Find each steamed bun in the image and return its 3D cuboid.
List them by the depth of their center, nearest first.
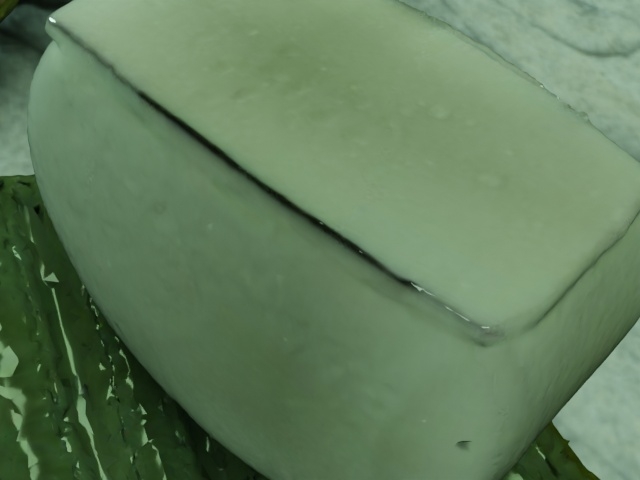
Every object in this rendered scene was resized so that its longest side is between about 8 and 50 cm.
[{"bbox_3d":[0.000,0.000,0.424,0.242,0.164,0.146,35,50,23],"label":"steamed bun"}]

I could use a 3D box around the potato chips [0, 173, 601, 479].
[{"bbox_3d":[-0.048,0.137,0.467,0.358,0.070,0.429,-17,69,-19],"label":"potato chips"}]

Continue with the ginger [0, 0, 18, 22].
[{"bbox_3d":[-0.263,-0.106,0.502,0.354,0.126,0.190,-29,101,-30],"label":"ginger"}]
